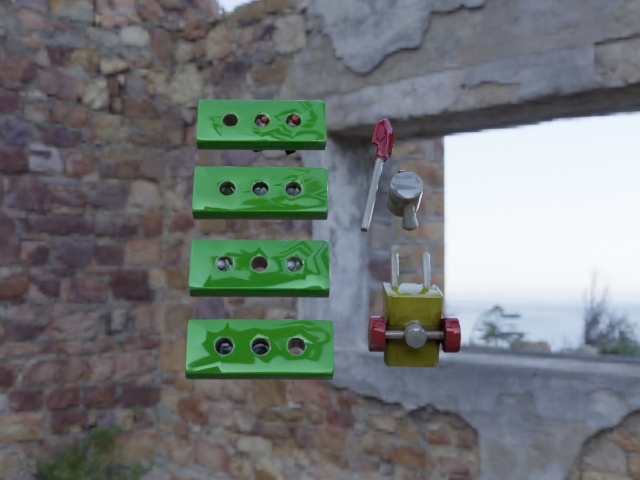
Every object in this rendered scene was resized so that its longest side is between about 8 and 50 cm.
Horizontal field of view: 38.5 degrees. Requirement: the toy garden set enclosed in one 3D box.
[{"bbox_3d":[0.000,0.000,0.736,0.203,0.244,0.049,0,-29,-2],"label":"toy garden set"}]
